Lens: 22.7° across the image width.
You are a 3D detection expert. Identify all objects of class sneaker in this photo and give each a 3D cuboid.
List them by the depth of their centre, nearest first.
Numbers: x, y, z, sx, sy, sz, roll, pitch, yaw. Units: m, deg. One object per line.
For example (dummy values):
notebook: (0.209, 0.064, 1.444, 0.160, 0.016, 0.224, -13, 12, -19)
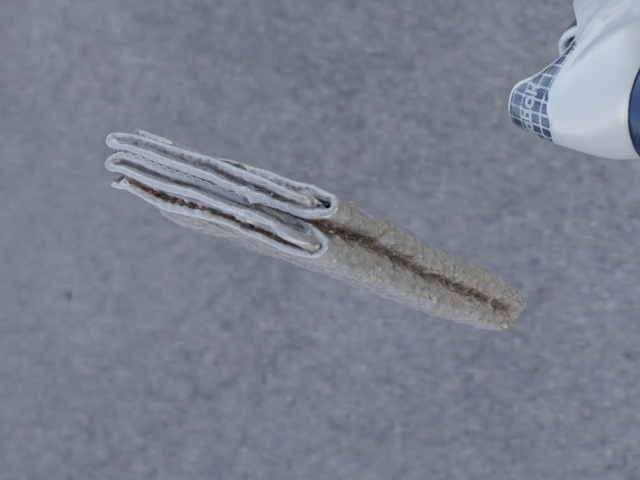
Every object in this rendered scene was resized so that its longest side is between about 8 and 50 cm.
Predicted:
sneaker: (0.187, -0.129, 0.851, 0.095, 0.235, 0.090, 8, 131, 35)

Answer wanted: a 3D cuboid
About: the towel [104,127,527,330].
towel: (0.000, 0.000, 1.034, 0.187, 0.282, 0.049, 20, 88, 34)
